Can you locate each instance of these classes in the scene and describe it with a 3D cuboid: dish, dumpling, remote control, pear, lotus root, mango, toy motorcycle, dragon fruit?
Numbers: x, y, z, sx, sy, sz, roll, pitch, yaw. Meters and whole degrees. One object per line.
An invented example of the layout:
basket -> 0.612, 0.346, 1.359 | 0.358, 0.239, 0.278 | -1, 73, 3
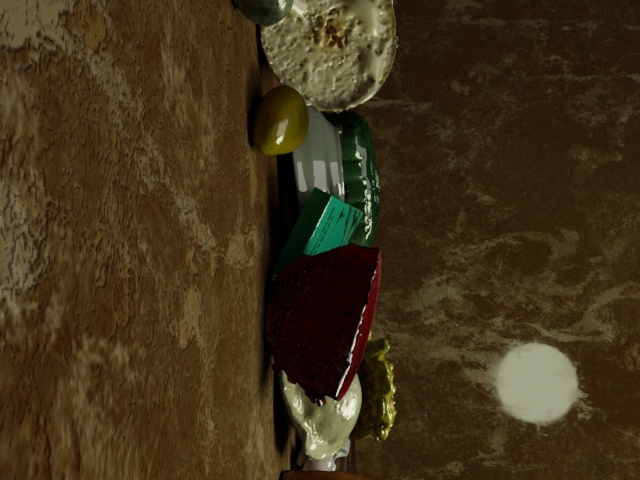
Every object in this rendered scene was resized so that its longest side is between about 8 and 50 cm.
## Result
dish -> -0.001, -0.133, 1.550 | 0.316, 0.106, 0.316 | -4, 90, -88
dumpling -> -0.013, 0.261, 1.353 | 0.179, 0.132, 0.251 | -23, 103, -58
remote control -> -0.056, -0.014, 1.441 | 0.043, 0.027, 0.152 | 24, 61, -79
pear -> -0.012, -0.350, 1.335 | 0.178, 0.267, 0.266 | -158, -118, -62
lotus root -> -0.083, -0.353, 1.039 | 0.165, 0.088, 0.088 | 66, 21, -49
mango -> -0.063, -0.178, 1.203 | 0.161, 0.076, 0.103 | -62, 157, -62
toy motorcycle -> -0.004, 0.411, 1.557 | 0.254, 0.113, 0.112 | -56, 144, -79
dragon fruit -> 0.010, 0.140, 1.260 | 0.189, 0.163, 0.261 | 41, 58, -44

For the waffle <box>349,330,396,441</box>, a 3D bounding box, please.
waffle -> 0.039, 0.248, 1.459 | 0.059, 0.243, 0.237 | -21, 122, -47

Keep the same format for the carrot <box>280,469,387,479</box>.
carrot -> 0.043, 0.461, 1.328 | 0.159, 0.225, 0.159 | -3, 90, -89

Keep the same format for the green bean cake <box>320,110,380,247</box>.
green bean cake -> 0.051, -0.150, 1.857 | 0.300, 0.169, 0.307 | -77, 162, -68

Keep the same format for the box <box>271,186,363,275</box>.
box -> 0.000, 0.000, 1.396 | 0.160, 0.042, 0.226 | -62, 163, 3
